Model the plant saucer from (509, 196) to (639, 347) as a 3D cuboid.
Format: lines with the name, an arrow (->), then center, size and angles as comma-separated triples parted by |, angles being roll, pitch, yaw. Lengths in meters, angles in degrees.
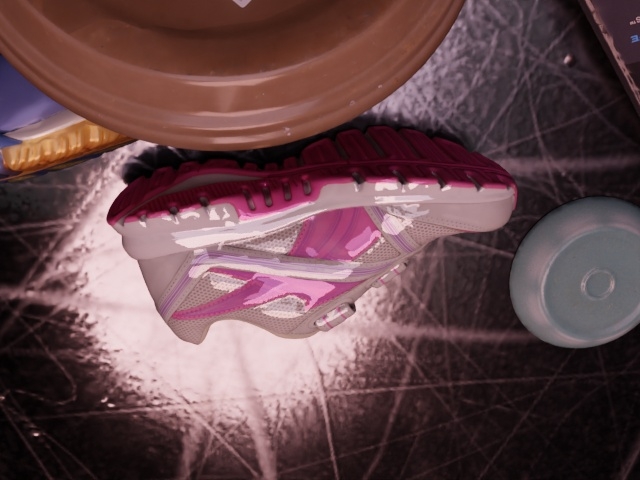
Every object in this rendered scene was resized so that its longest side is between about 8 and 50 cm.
plant saucer -> 0.197, 0.028, 0.640 | 0.119, 0.021, 0.119 | -2, 110, -6

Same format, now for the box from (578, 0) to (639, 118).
box -> 0.333, -0.083, 0.490 | 0.073, 0.295, 0.293 | -48, 114, -32

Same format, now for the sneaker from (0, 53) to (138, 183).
sneaker -> -0.119, -0.123, 0.513 | 0.296, 0.112, 0.131 | -22, 98, -5

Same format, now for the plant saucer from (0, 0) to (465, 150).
plant saucer -> -0.051, -0.182, 0.448 | 0.278, 0.041, 0.278 | 1, 78, -4

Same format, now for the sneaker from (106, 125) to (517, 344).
sneaker -> 0.000, 0.000, 0.570 | 0.252, 0.103, 0.111 | -8, 115, 3
